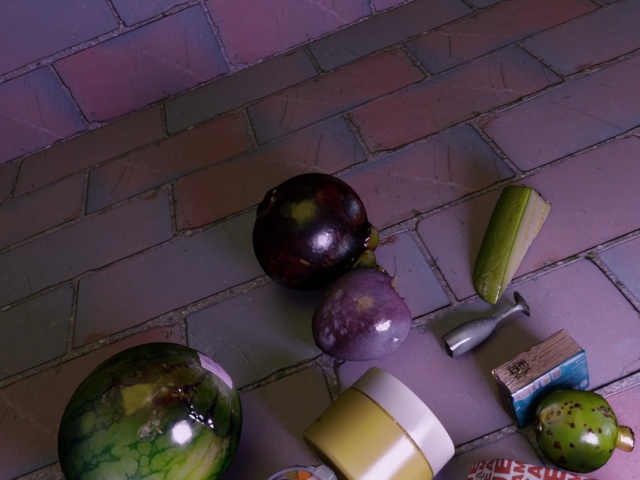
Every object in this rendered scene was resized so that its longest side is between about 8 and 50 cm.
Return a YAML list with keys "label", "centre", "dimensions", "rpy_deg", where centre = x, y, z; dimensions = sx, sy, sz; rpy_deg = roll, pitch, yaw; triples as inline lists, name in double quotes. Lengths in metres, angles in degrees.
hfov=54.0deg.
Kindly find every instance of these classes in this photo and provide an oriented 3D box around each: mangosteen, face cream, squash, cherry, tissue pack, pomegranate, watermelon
- label: "mangosteen"
  centre: [0.000, 0.000, 1.589]
  dimensions: [0.306, 0.359, 0.306]
  rpy_deg: [-46, 19, 21]
- label: "face cream"
  centre: [0.102, 0.371, 1.141]
  dimensions: [0.179, 0.218, 0.218]
  rpy_deg: [-40, 43, -18]
- label: "squash"
  centre: [0.448, 0.015, 1.522]
  dimensions: [0.111, 0.203, 0.289]
  rpy_deg: [15, 88, 35]
- label: "cherry"
  centre: [0.098, 0.165, 1.401]
  dimensions: [0.266, 0.184, 0.213]
  rpy_deg: [-37, 31, 7]
- label: "tissue pack"
  centre: [0.419, 0.261, 1.196]
  dimensions: [0.169, 0.120, 0.082]
  rpy_deg: [-29, 37, -6]
- label: "pomegranate"
  centre: [0.460, 0.333, 1.092]
  dimensions: [0.168, 0.122, 0.143]
  rpy_deg: [11, 78, 20]
- label: "watermelon"
  centre: [-0.333, 0.375, 1.248]
  dimensions: [0.362, 0.363, 0.363]
  rpy_deg: [-13, 41, 11]

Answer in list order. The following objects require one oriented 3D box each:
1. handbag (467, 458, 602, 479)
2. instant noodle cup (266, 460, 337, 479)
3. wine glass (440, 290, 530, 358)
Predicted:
- label: "handbag"
  centre: [0.352, 0.459, 0.989]
  dimensions: [0.297, 0.151, 0.171]
  rpy_deg: [2, 51, 31]
- label: "instant noodle cup"
  centre: [-0.024, 0.505, 1.108]
  dimensions: [0.208, 0.125, 0.178]
  rpy_deg: [-40, 45, -1]
- label: "wine glass"
  centre: [0.353, 0.183, 1.355]
  dimensions: [0.198, 0.066, 0.066]
  rpy_deg: [-28, 40, -7]
